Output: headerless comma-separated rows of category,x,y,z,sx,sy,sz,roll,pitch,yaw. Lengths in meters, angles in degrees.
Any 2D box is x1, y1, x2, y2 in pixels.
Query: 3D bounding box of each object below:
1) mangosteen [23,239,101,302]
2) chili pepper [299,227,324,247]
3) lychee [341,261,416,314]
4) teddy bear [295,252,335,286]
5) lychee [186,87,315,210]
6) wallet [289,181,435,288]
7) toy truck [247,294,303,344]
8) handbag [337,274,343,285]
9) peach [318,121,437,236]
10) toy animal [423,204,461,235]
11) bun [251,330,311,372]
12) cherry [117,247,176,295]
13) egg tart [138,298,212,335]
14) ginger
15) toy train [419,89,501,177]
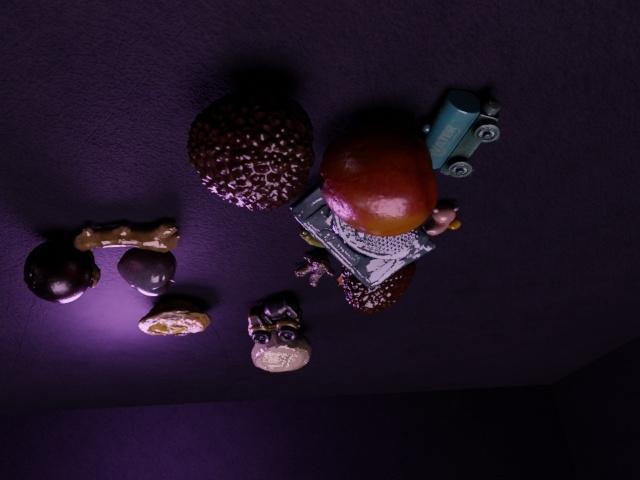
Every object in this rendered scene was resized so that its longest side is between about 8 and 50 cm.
mangosteen,-0.733,0.086,1.672,0.194,0.194,0.230,-29,169,37
chili pepper,-0.001,0.000,1.784,0.208,0.043,0.049,21,117,-48
lychee,0.170,0.091,1.767,0.236,0.271,0.236,21,159,9
teddy bear,-0.008,0.085,1.901,0.119,0.078,0.160,38,148,-5
lychee,-0.146,-0.188,1.185,0.267,0.267,0.267,-4,152,-2
wallet,0.112,-0.032,1.535,0.237,0.075,0.342,-36,111,27
toy truck,-0.181,0.287,2.191,0.224,0.147,0.165,-12,127,17
handbag,0.108,0.143,2.074,0.083,0.027,0.061,6,148,-23
peach,0.129,-0.135,1.325,0.281,0.238,0.281,2,112,6
toy animal,0.346,-0.071,1.685,0.114,0.091,0.082,-20,123,0
bun,-0.164,0.450,2.459,0.259,0.152,0.259,-4,139,-4
cherry,-0.518,0.087,1.745,0.176,0.140,0.176,13,142,10
egg tart,-0.545,0.291,2.164,0.279,0.095,0.279,-6,157,-2
ginger,-0.552,-0.004,1.640,0.298,0.065,0.118,-3,138,-7
toy train,0.310,-0.244,1.338,0.159,0.101,0.248,14,147,-8
